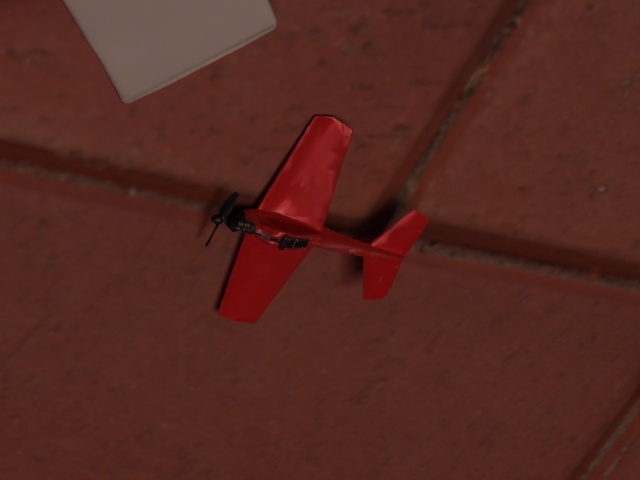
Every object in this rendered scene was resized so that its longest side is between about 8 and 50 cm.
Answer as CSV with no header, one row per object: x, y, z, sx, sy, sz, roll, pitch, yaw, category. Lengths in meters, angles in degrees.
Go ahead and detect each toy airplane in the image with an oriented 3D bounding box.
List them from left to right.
0.000,0.000,0.865,0.151,0.028,0.151,-15,131,-17,toy airplane

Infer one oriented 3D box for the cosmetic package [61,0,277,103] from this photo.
-0.109,-0.180,0.594,0.085,0.117,0.231,-28,134,-3,cosmetic package
